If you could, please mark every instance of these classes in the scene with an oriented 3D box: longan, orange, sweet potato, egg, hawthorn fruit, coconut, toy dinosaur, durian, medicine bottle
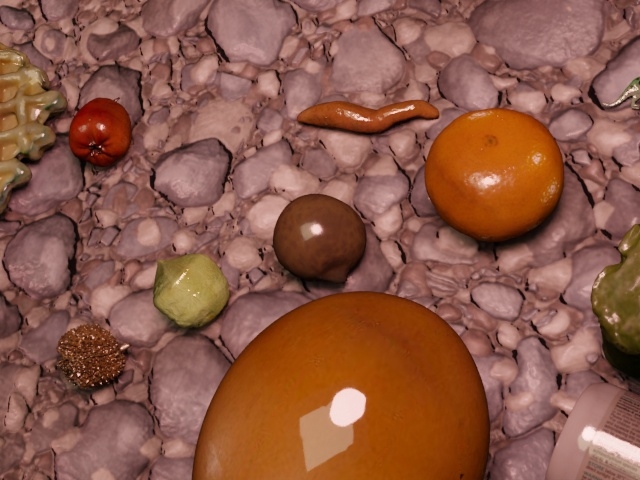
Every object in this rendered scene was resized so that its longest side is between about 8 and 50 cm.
[{"bbox_3d":[0.000,0.000,1.389,0.113,0.092,0.113,1,80,-7],"label":"longan"},{"bbox_3d":[0.194,-0.072,1.338,0.156,0.124,0.156,-4,55,6],"label":"orange"},{"bbox_3d":[0.054,-0.150,1.453,0.179,0.044,0.044,0,72,18],"label":"sweet potato"},{"bbox_3d":[0.018,0.219,1.202,0.282,0.282,0.351,29,92,23],"label":"egg"},{"bbox_3d":[-0.279,-0.144,1.536,0.081,0.081,0.093,-9,40,14],"label":"hawthorn fruit"},{"bbox_3d":[-0.158,0.056,1.421,0.088,0.088,0.096,-43,94,-1],"label":"coconut"},{"bbox_3d":[0.368,-0.182,1.378,0.083,0.021,0.062,3,65,14],"label":"toy dinosaur"},{"bbox_3d":[-0.272,0.136,1.437,0.091,0.080,0.080,-20,66,-8],"label":"durian"},{"bbox_3d":[0.343,0.238,1.176,0.215,0.135,0.135,23,79,22],"label":"medicine bottle"}]

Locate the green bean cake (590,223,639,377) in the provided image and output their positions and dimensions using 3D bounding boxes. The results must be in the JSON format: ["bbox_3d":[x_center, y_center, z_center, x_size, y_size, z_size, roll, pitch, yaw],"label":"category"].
[{"bbox_3d":[0.458,0.042,1.167,0.319,0.218,0.335,28,80,24],"label":"green bean cake"}]

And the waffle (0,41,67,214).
[{"bbox_3d":[-0.497,-0.143,1.607,0.309,0.056,0.292,33,83,25],"label":"waffle"}]
